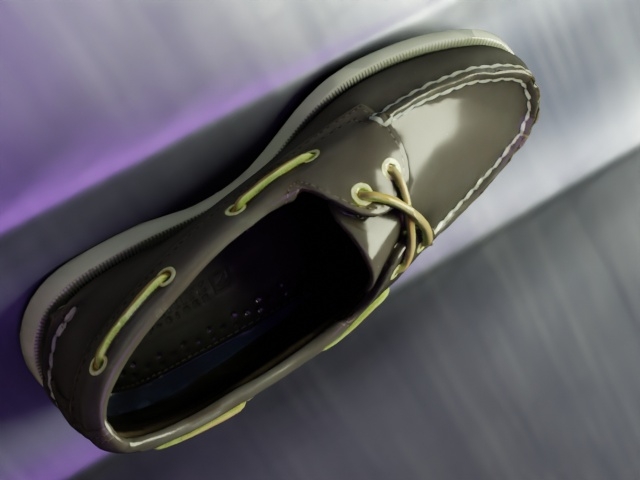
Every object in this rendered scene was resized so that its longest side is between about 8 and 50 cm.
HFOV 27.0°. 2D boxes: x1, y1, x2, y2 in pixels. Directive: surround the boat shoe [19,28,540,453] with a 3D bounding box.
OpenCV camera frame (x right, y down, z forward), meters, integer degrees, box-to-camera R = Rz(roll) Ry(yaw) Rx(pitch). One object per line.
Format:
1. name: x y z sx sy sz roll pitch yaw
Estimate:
1. boat shoe: 0.000 0.000 0.500 0.228 0.068 0.081 -35 124 -13
